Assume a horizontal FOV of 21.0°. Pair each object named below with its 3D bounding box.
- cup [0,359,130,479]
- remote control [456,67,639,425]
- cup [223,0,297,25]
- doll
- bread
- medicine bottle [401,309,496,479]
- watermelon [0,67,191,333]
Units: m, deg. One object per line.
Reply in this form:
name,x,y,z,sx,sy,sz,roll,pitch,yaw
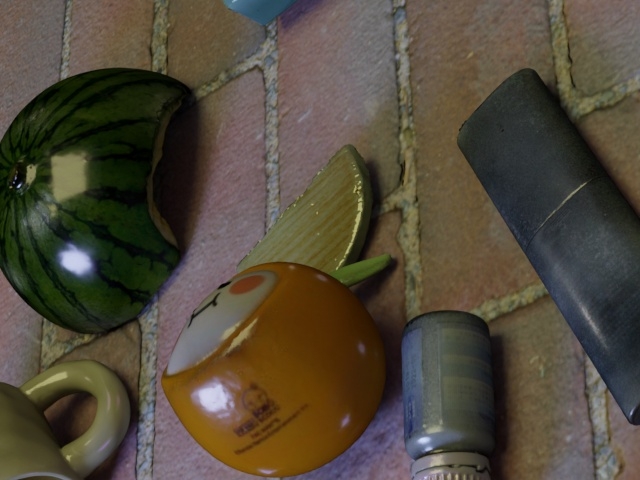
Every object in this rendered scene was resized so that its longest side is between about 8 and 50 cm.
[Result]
cup,-0.351,0.236,1.954,0.255,0.173,0.202,-57,41,11
remote control,0.228,-0.006,1.526,0.107,0.044,0.377,-44,43,17
cup,-0.021,-0.353,1.926,0.236,0.148,0.134,-38,13,30
doll,-0.033,0.109,1.668,0.213,0.213,0.236,-39,13,29
bread,-0.001,0.005,1.791,0.193,0.036,0.112,-49,49,20
medicine bottle,0.114,0.166,1.532,0.083,0.083,0.203,-25,52,39
watermelon,-0.298,-0.069,2.059,0.331,0.189,0.330,-26,49,33
